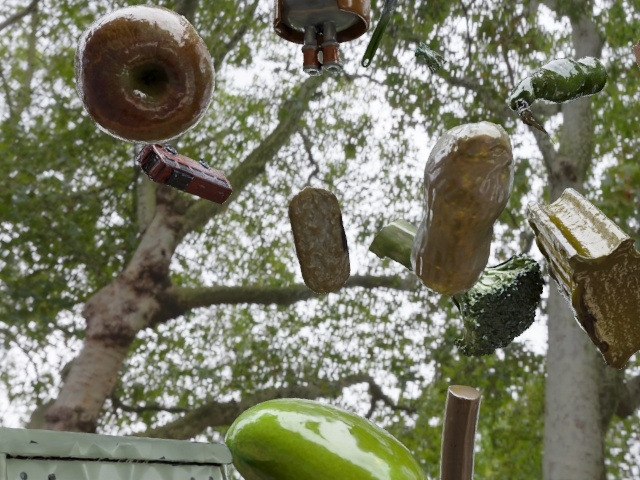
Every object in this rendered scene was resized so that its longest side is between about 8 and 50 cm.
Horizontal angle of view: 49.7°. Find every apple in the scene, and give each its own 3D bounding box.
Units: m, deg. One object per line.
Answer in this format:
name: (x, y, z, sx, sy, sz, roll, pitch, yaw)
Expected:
apple: (-0.266, -0.250, 1.048, 0.211, 0.188, 0.211, -6, -67, -15)

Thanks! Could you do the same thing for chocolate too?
chocolate: (0.206, -0.044, 1.029, 0.134, 0.134, 0.309, 11, -47, 5)

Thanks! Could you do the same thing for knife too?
knife: (0.111, -0.388, 1.218, 0.022, 0.026, 0.184, 24, -57, -2)

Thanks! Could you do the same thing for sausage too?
sausage: (0.243, 0.399, 1.213, 0.066, 0.066, 0.301, 4, -78, 12)

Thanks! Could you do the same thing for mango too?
mango: (0.021, 0.289, 0.858, 0.273, 0.185, 0.149, 32, -72, 29)

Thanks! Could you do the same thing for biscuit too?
biscuit: (0.000, 0.000, 0.896, 0.071, 0.018, 0.147, -16, -72, -15)

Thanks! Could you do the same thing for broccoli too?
broccoli: (0.264, 0.081, 1.399, 0.362, 0.252, 0.221, 15, -40, 8)

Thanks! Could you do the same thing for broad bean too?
broad bean: (0.361, -0.227, 1.043, 0.098, 0.318, 0.056, 48, -43, 4)

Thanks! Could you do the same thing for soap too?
soap: (0.507, 0.062, 1.302, 0.143, 0.281, 0.259, -24, -67, 7)

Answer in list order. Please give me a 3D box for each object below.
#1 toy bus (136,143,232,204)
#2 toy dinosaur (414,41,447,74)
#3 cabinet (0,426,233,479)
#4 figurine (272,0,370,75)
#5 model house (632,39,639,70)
toy bus: (-0.307, -0.152, 1.580, 0.073, 0.096, 0.235, -50, -35, 15)
toy dinosaur: (0.208, -0.348, 1.292, 0.029, 0.119, 0.060, -32, -78, 35)
cabinet: (-0.209, 0.363, 0.588, 0.227, 0.318, 0.290, -36, -34, 21)
figurine: (-0.002, -0.369, 0.963, 0.143, 0.143, 0.271, -3, -81, 18)
model house: (0.689, -0.237, 1.238, 0.169, 0.244, 0.326, -15, -9, 27)
